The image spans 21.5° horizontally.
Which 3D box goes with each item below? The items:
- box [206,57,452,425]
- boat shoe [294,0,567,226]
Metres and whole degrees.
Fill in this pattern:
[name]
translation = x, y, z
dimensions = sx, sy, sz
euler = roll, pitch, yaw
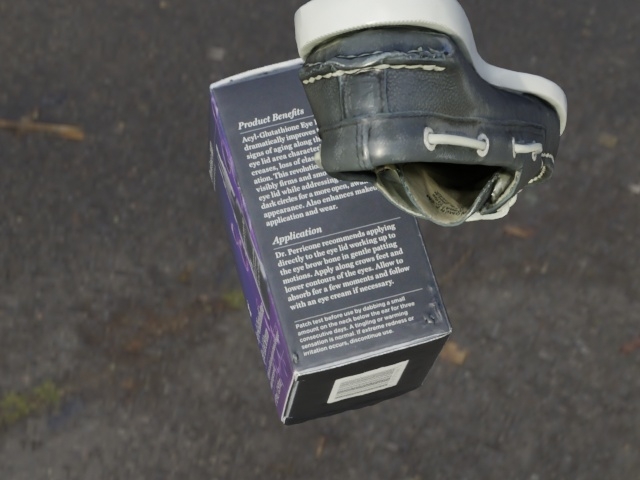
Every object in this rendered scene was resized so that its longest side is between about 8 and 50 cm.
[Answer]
[box]
translation = 0.000, 0.000, 1.133
dimensions = 0.108, 0.153, 0.207
euler = -15, 73, -9
[boat shoe]
translation = 0.064, -0.052, 0.916
dimensions = 0.114, 0.302, 0.091
euler = -9, 78, 25
